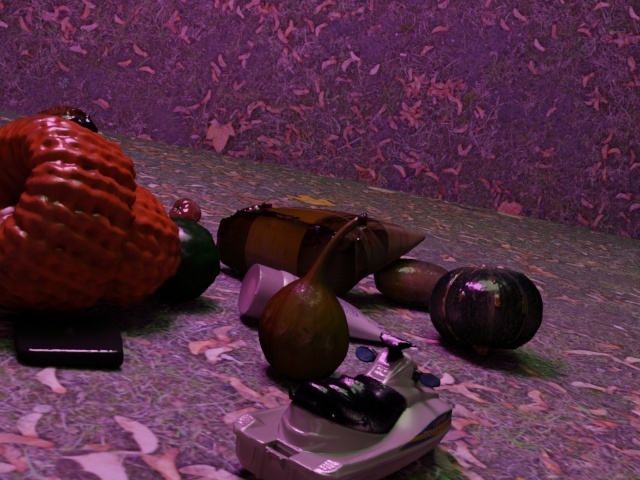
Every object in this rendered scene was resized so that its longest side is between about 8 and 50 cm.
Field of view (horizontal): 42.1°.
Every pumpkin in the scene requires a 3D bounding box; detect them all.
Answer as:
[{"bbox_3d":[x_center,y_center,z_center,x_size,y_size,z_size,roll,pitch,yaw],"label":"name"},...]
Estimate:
[{"bbox_3d":[0.270,0.113,1.370,0.190,0.146,0.190,9,11,-2],"label":"pumpkin"}]

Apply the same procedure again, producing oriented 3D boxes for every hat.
[{"bbox_3d":[-0.302,0.019,1.168,0.400,0.285,0.285,36,-7,-39],"label":"hat"}]

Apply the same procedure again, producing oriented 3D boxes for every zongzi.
[{"bbox_3d":[0.000,0.000,1.563,0.289,0.154,0.317,21,23,35],"label":"zongzi"}]

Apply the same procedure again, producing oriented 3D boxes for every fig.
[{"bbox_3d":[0.000,0.069,1.073,0.124,0.236,0.124,20,14,-5],"label":"fig"}]

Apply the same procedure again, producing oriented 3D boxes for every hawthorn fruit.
[{"bbox_3d":[-0.290,-0.052,1.863,0.067,0.067,0.103,23,-11,43],"label":"hawthorn fruit"}]

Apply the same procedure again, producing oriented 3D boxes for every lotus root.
[{"bbox_3d":[0.195,0.083,1.604,0.192,0.088,0.113,9,5,-15],"label":"lotus root"}]

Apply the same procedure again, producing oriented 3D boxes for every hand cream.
[{"bbox_3d":[-0.005,0.109,1.319,0.248,0.083,0.133,20,8,-20],"label":"hand cream"}]

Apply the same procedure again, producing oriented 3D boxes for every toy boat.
[{"bbox_3d":[0.041,0.175,0.866,0.141,0.141,0.269,20,28,36],"label":"toy boat"}]

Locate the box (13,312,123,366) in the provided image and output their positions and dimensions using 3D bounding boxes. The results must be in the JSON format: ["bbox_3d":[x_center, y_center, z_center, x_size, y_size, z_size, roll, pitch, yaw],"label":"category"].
[{"bbox_3d":[-0.310,0.123,1.022,0.125,0.027,0.126,5,14,-23],"label":"box"}]

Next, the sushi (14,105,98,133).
[{"bbox_3d":[-0.545,-0.164,1.661,0.225,0.219,0.238,7,5,-28],"label":"sushi"}]
